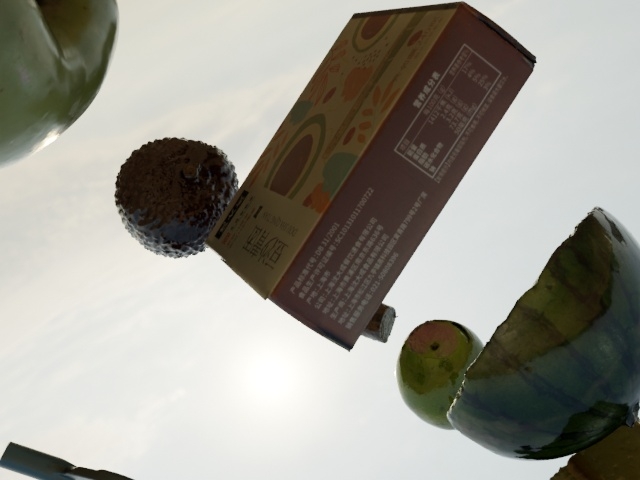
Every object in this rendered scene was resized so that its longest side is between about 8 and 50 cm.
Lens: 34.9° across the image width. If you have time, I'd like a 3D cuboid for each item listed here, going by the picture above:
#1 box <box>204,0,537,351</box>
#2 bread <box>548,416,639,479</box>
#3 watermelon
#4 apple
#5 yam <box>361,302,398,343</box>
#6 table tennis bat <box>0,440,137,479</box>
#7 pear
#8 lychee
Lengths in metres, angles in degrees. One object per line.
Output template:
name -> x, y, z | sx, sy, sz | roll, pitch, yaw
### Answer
box -> 0.040, -0.096, 1.246 | 0.385, 0.122, 0.344 | -57, -160, -2
bread -> 0.423, 0.411, 1.181 | 0.233, 0.245, 0.361 | -50, -164, 10
watermelon -> 0.309, 0.133, 1.209 | 0.330, 0.189, 0.331 | -49, 168, -14
apple -> -0.283, -0.169, 0.740 | 0.262, 0.262, 0.262 | -26, -157, 12
yam -> 0.070, 0.137, 1.910 | 0.141, 0.079, 0.079 | 17, -133, 31
table tennis bat -> -0.308, 0.371, 1.487 | 0.215, 0.329, 0.044 | 130, -17, -62
pear -> 0.229, 0.255, 1.859 | 0.188, 0.219, 0.187 | -9, -147, 6
lychee -> -0.214, -0.062, 1.497 | 0.194, 0.194, 0.194 | -26, -157, 12
